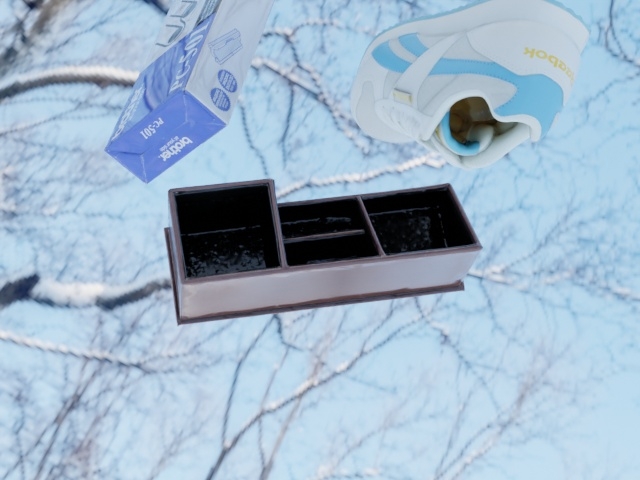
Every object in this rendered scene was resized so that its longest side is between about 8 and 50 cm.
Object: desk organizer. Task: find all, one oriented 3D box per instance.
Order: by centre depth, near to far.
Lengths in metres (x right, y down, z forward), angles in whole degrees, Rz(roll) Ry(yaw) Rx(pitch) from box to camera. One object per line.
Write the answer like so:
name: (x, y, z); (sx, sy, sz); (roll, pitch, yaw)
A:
desk organizer: (0.000, 0.000, 0.564); (0.130, 0.047, 0.050); (-7, -20, -9)

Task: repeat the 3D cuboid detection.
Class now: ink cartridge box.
ink cartridge box: (-0.092, -0.144, 1.007); (0.046, 0.207, 0.097); (40, -49, -24)

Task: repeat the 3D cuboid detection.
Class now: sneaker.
sneaker: (0.084, -0.098, 0.906); (0.087, 0.092, 0.228); (28, -19, -23)
